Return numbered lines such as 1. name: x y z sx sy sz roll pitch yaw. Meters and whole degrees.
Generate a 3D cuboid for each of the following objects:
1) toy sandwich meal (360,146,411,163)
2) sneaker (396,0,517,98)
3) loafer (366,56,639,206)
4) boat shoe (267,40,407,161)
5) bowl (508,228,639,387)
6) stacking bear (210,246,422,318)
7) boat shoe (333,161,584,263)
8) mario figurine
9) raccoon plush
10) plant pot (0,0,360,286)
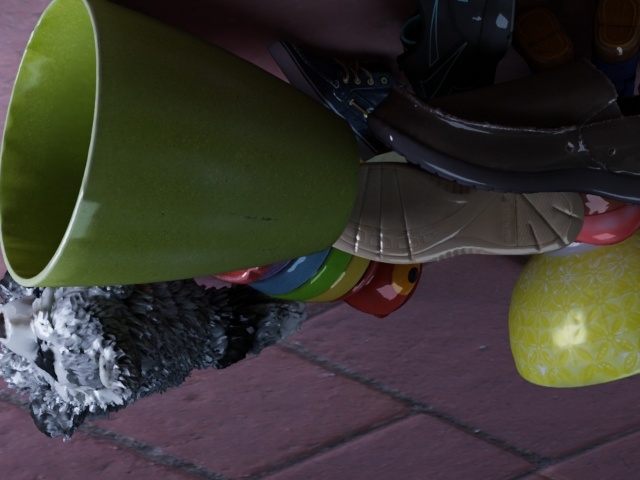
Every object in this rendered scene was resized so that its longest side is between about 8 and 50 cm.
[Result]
1. toy sandwich meal: 0.065 -0.096 2.053 0.086 0.029 0.085 -6 150 -3
2. sneaker: 0.128 -0.179 1.883 0.106 0.101 0.267 8 143 0
3. loafer: 0.218 -0.117 1.814 0.366 0.134 0.130 5 105 -22
4. boat shoe: 0.025 -0.160 1.911 0.083 0.065 0.183 -40 133 8
5. bowl: 0.334 0.031 2.180 0.289 0.289 0.156 -19 105 18
6. stacking bear: 0.000 0.000 2.072 0.289 0.175 0.164 25 167 -41
7. boat shoe: 0.124 -0.032 1.933 0.285 0.103 0.092 -1 -175 7
8. mario figurine: 0.269 -0.132 1.992 0.198 0.170 0.320 21 147 24
9. raccoon plush: -0.158 0.060 2.067 0.446 0.216 0.299 -23 -178 -32
10. plant pot: -0.122 -0.073 1.797 0.293 0.274 0.275 9 146 -26
